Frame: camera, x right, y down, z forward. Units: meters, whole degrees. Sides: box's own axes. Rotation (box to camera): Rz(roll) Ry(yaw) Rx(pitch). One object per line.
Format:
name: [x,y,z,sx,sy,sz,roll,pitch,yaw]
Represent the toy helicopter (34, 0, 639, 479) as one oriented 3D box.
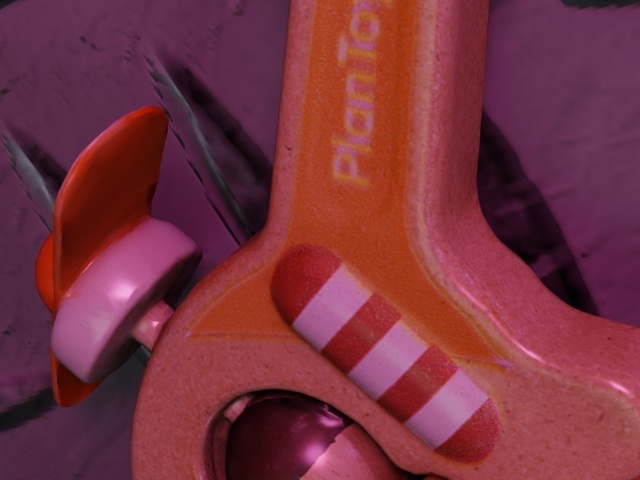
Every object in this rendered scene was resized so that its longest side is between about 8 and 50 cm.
toy helicopter: [0.000,0.000,0.381,0.235,0.140,0.355,17,119,25]
